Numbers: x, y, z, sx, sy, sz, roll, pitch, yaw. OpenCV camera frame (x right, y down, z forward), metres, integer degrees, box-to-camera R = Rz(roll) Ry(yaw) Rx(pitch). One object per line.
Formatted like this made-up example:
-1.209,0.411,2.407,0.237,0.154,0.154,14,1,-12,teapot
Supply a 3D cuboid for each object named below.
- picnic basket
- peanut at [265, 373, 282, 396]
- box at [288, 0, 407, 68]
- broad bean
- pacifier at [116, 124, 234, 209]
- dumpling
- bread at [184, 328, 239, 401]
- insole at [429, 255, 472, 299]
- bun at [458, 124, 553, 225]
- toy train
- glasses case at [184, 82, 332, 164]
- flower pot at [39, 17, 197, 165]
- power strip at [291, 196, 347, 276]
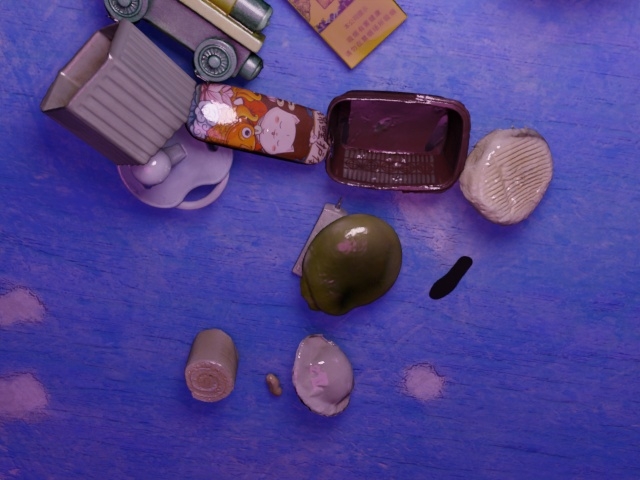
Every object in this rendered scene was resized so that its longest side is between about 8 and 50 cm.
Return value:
0.159,-0.223,1.322,0.297,0.129,0.222,5,122,3,picnic basket
-0.133,0.414,1.771,0.037,0.037,0.083,-9,123,10,peanut
0.024,-0.494,1.228,0.153,0.041,0.279,-38,111,24,box
0.072,0.064,1.491,0.238,0.119,0.291,20,117,-18,broad bean
-0.329,-0.163,1.338,0.287,0.226,0.238,-22,101,20,pacifier
-0.002,0.370,1.663,0.142,0.172,0.247,-11,117,46,dumpling
-0.291,0.336,1.678,0.134,0.141,0.148,0,122,0,bread
0.328,0.096,1.566,0.053,0.002,0.152,27,119,-11,insole
0.396,-0.144,1.344,0.221,0.134,0.220,-9,111,-25,bun
-0.245,-0.475,1.207,0.369,0.150,0.237,32,111,-15,toy train
-0.125,-0.243,1.311,0.321,0.082,0.122,10,86,-23,glasses case
-0.381,-0.278,1.189,0.239,0.209,0.190,5,153,48,flower pot
0.000,0.000,1.522,0.060,0.027,0.252,23,119,-9,power strip
